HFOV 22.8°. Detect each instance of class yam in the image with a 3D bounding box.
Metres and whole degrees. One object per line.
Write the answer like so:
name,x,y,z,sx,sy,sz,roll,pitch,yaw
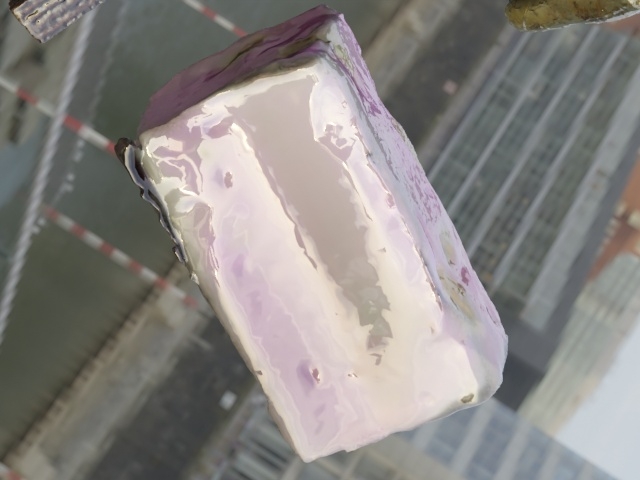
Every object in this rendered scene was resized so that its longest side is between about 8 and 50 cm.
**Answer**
yam,0.364,-0.331,2.205,0.071,0.067,0.317,-34,-165,-21

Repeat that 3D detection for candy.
candy,0.000,0.000,1.026,0.155,0.265,0.116,-25,-163,14

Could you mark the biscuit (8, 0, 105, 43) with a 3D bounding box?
biscuit,-0.236,-0.401,2.051,0.388,0.073,0.107,-33,-142,11
